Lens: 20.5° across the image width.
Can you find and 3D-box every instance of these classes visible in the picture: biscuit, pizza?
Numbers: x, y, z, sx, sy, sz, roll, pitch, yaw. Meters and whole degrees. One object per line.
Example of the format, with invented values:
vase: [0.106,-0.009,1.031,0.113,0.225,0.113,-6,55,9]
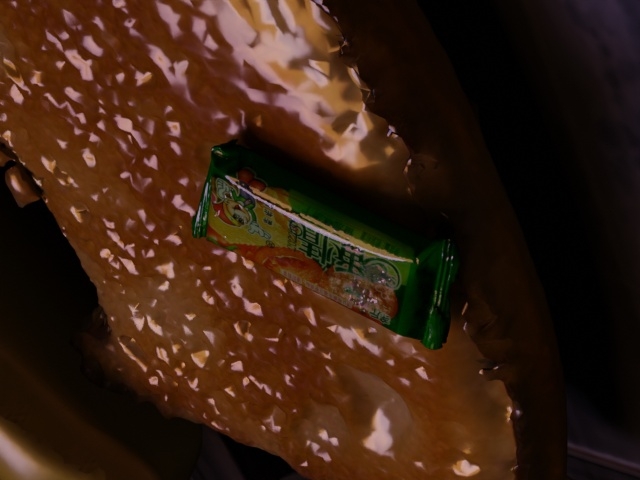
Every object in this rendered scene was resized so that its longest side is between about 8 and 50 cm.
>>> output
biscuit: [0.000,0.000,0.534,0.089,0.016,0.046,27,141,16]
pizza: [-0.026,-0.027,0.610,0.223,0.089,0.323,1,128,44]

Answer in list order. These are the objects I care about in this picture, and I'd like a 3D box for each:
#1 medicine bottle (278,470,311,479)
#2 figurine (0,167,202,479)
medicine bottle: [0.038,0.192,0.839,0.183,0.069,0.119,51,151,-7]
figurine: [-0.280,0.107,0.789,0.361,0.377,0.266,48,-174,11]
